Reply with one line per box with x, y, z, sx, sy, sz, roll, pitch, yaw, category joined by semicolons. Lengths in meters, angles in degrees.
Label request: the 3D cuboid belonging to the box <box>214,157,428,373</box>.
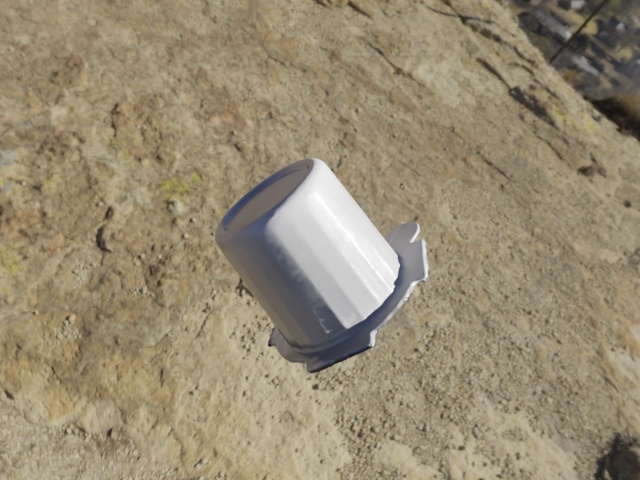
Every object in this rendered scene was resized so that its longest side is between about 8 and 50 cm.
0.000;0.000;0.724;0.291;0.262;0.206;-44;114;-16;box
